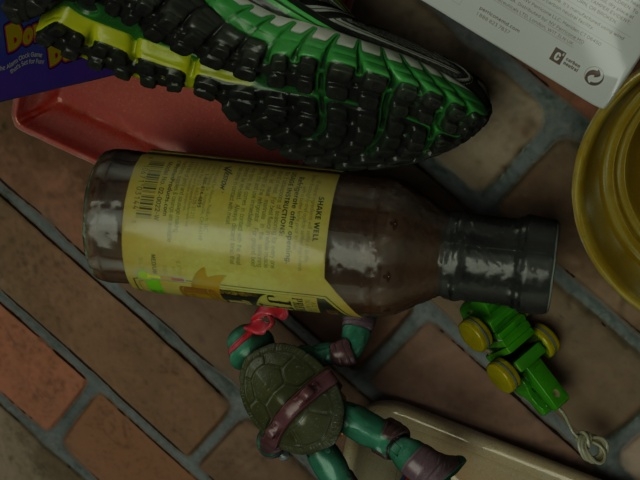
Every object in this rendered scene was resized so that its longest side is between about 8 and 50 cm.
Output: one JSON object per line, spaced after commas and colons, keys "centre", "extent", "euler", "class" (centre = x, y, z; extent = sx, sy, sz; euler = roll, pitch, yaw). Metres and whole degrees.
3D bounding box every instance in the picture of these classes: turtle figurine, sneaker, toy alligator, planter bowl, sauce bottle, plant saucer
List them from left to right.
{"centre": [-0.106, -0.161, 0.945], "extent": [0.258, 0.048, 0.259], "euler": [25, 117, 12], "class": "plant saucer"}
{"centre": [-0.030, -0.159, 0.805], "extent": [0.343, 0.146, 0.134], "euler": [24, 153, -16], "class": "sneaker"}
{"centre": [-0.004, 0.132, 0.962], "extent": [0.234, 0.118, 0.175], "euler": [48, 119, 16], "class": "turtle figurine"}
{"centre": [0.000, 0.000, 0.883], "extent": [0.344, 0.111, 0.111], "euler": [7, 114, 11], "class": "sauce bottle"}
{"centre": [0.158, 0.099, 0.941], "extent": [0.190, 0.056, 0.051], "euler": [55, 160, -6], "class": "toy alligator"}
{"centre": [0.282, -0.046, 0.799], "extent": [0.217, 0.090, 0.217], "euler": [7, 118, 14], "class": "planter bowl"}

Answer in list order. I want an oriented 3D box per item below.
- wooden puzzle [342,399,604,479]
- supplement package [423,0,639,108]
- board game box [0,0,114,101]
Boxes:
{"centre": [0.161, 0.331, 1.017], "extent": [0.348, 0.080, 0.322], "euler": [17, 116, 15], "class": "wooden puzzle"}
{"centre": [0.168, -0.257, 0.702], "extent": [0.199, 0.198, 0.263], "euler": [33, 120, 8], "class": "supplement package"}
{"centre": [-0.339, -0.177, 0.889], "extent": [0.347, 0.233, 0.078], "euler": [16, 114, 28], "class": "board game box"}
